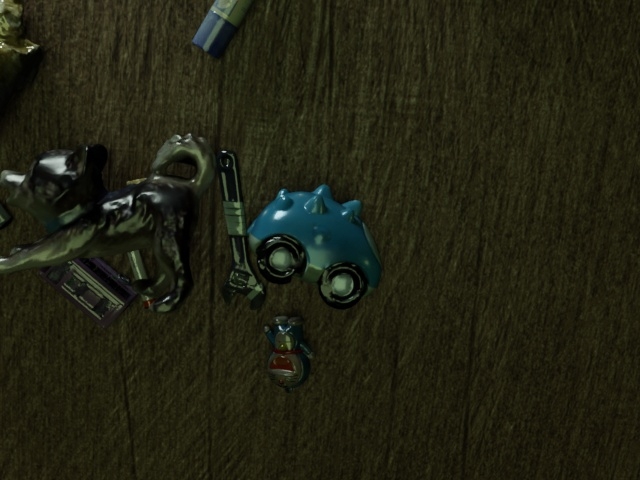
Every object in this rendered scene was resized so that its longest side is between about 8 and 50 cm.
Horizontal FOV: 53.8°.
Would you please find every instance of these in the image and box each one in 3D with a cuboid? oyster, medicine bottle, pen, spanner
[{"bbox_3d":[-0.572,-0.283,1.083,0.110,0.166,0.341,27,79,1],"label":"oyster"},{"bbox_3d":[-0.141,-0.430,1.098,0.059,0.059,0.231,32,100,-8],"label":"medicine bottle"},{"bbox_3d":[-0.359,0.027,1.216,0.026,0.026,0.218,-14,103,2],"label":"pen"},{"bbox_3d":[-0.166,-0.015,1.214,0.087,0.024,0.316,-6,104,5],"label":"spanner"}]

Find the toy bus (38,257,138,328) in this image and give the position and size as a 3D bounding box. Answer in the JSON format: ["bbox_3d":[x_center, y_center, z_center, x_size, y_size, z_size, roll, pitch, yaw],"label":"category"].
[{"bbox_3d":[-0.439,0.077,1.187,0.178,0.098,0.087,43,99,-10],"label":"toy bus"}]

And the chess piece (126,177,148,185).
[{"bbox_3d":[-0.324,-0.056,1.181,0.066,0.066,0.122,-9,98,0],"label":"chess piece"}]

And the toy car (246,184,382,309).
[{"bbox_3d":[0.000,0.000,1.138,0.255,0.188,0.190,25,95,-5],"label":"toy car"}]

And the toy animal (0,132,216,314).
[{"bbox_3d":[-0.355,-0.065,1.059,0.344,0.194,0.303,16,91,-11],"label":"toy animal"}]

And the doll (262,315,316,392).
[{"bbox_3d":[-0.063,0.226,1.242,0.114,0.085,0.152,3,94,21],"label":"doll"}]

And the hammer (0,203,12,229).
[{"bbox_3d":[-0.713,-0.197,1.146,0.152,0.044,0.427,-37,102,8],"label":"hammer"}]
